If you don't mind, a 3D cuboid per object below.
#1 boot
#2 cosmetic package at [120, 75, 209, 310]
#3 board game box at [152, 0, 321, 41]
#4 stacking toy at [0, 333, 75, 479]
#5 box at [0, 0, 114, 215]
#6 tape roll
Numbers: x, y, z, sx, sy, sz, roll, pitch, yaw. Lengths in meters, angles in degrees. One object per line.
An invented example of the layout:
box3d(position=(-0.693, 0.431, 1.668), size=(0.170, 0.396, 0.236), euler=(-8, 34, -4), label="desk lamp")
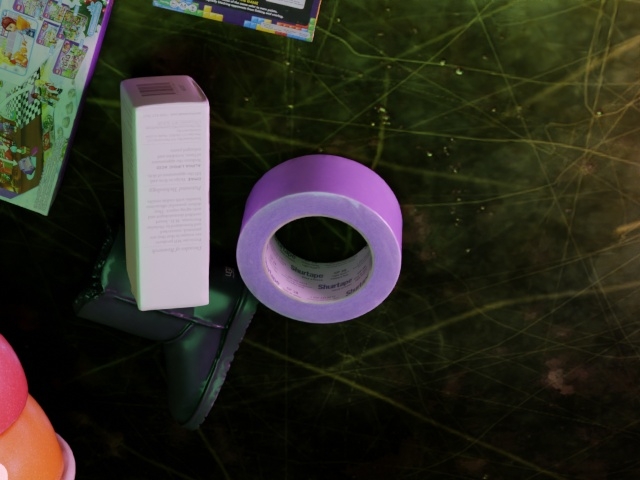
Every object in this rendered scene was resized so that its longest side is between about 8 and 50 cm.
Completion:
box3d(position=(-0.206, 0.106, 1.472), size=(0.207, 0.094, 0.246), euler=(18, 119, -13), label="boot")
box3d(position=(-0.168, -0.052, 1.301), size=(0.086, 0.117, 0.231), euler=(-5, 114, -14), label="cosmetic package")
box3d(position=(-0.075, -0.288, 1.204), size=(0.170, 0.048, 0.141), euler=(13, 124, -5), label="board game box")
box3d(position=(-0.496, 0.131, 1.424), size=(0.351, 0.350, 0.479), euler=(-2, 111, 6), label="stacking toy")
box3d(position=(-0.353, -0.183, 1.297), size=(0.201, 0.057, 0.293), euler=(20, 126, -8), label="box")
box3d(position=(0.000, 0.000, 1.389), size=(0.189, 0.080, 0.189), euler=(2, 125, 3), label="tape roll")
